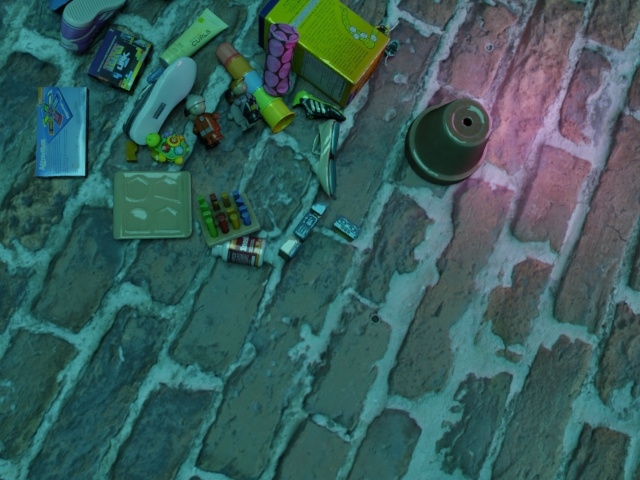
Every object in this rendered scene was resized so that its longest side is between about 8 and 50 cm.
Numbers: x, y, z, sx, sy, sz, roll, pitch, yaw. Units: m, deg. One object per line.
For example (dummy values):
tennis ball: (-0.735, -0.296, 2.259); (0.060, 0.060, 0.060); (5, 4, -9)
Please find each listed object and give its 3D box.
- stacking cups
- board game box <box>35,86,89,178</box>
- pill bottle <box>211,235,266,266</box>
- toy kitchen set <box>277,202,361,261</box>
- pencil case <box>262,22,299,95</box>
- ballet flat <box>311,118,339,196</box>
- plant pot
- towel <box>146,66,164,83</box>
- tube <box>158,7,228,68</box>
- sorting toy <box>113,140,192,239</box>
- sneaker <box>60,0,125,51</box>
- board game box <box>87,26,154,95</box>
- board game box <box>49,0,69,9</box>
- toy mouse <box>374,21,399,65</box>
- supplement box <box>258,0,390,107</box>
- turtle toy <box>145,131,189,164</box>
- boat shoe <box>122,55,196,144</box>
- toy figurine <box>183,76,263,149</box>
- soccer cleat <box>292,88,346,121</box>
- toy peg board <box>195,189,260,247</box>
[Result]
stacking cups: (-0.211, -0.482, 1.849); (0.096, 0.096, 0.316); (-37, 81, -11)
board game box: (-0.778, -0.326, 1.781); (0.144, 0.027, 0.282); (-1, 80, -8)
pill bottle: (-0.241, 0.026, 1.749); (0.151, 0.086, 0.086); (9, 79, -5)
toy kitchen set: (0.000, 0.000, 1.762); (0.166, 0.122, 0.207); (36, 79, 1)
pencil case: (-0.115, -0.533, 1.735); (0.098, 0.209, 0.095); (-8, 58, -18)
ballet flat: (0.012, -0.255, 1.838); (0.086, 0.086, 0.249); (6, 78, -5)
plant pot: (0.410, -0.324, 1.809); (0.262, 0.229, 0.263); (1, 80, -5)
towel: (-0.480, -0.479, 1.839); (0.119, 0.029, 0.067); (45, 80, 2)
tube: (-0.406, -0.632, 1.861); (0.240, 0.062, 0.070); (-48, 129, -16)
sorting toy: (-0.506, -0.151, 1.779); (0.228, 0.041, 0.308); (-2, 74, -9)
sneaker: (-0.709, -0.680, 1.814); (0.102, 0.161, 0.282); (35, 46, -6)
board game box: (-0.617, -0.554, 1.828); (0.141, 0.048, 0.171); (22, 79, -3)
board game box: (-0.765, -0.765, 1.826); (0.168, 0.033, 0.133); (-24, 52, 18)
toy mouse: (0.199, -0.633, 1.938); (0.160, 0.031, 0.143); (-14, 82, -8)
supplement box: (0.003, -0.617, 1.832); (0.356, 0.194, 0.195); (37, 78, 0)
turtle toy: (-0.459, -0.287, 1.771); (0.130, 0.066, 0.095); (8, 61, -17)
boat shoe: (-0.491, -0.433, 1.778); (0.102, 0.108, 0.301); (36, 95, 29)
toy figurine: (-0.292, -0.381, 1.749); (0.209, 0.213, 0.148); (-30, 98, -9)
soccer cleat: (-0.004, -0.410, 1.869); (0.178, 0.060, 0.072); (28, 88, 6)
toy peg board: (-0.280, -0.083, 1.729); (0.160, 0.079, 0.161); (-21, 49, -9)
